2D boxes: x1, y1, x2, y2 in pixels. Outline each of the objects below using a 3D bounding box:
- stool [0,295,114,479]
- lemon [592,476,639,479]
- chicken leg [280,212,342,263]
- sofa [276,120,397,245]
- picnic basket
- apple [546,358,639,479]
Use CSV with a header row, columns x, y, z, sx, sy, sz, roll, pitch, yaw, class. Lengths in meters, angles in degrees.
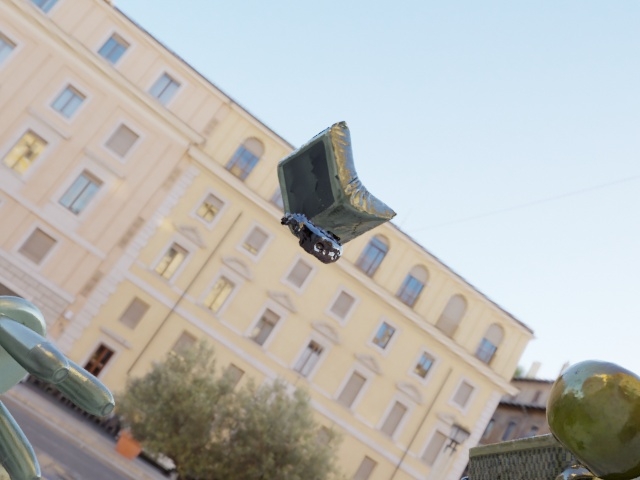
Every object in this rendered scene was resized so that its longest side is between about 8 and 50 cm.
x,y,z,sx,sy,sz,roll,pitch,yaw,class
-0.436,0.209,1.020,0.198,0.195,0.195,36,-18,27,stool
0.334,0.269,0.590,0.240,0.240,0.219,25,-1,25,lemon
0.000,0.000,1.432,0.106,0.051,0.253,49,8,20,chicken leg
0.031,-0.122,1.647,0.176,0.225,0.210,11,-32,-44,sofa
0.294,0.324,0.874,0.165,0.139,0.267,13,-23,-14,picnic basket
0.210,0.131,0.530,0.089,0.074,0.089,45,-2,2,apple
